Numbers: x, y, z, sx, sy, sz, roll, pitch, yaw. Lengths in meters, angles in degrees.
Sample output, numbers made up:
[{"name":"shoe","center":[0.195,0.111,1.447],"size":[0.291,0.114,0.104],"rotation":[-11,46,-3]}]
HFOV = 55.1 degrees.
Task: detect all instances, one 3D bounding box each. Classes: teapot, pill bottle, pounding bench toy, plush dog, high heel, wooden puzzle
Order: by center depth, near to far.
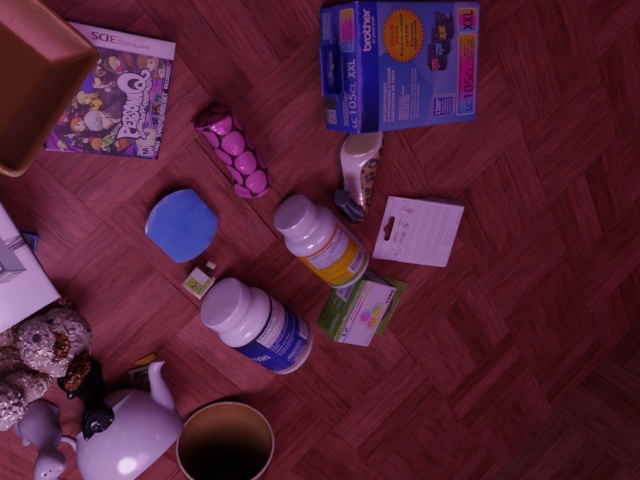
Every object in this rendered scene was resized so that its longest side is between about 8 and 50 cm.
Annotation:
[{"name":"plush dog","center":[-0.551,0.221,1.185],"size":[0.225,0.262,0.210],"rotation":[-25,159,-10]},{"name":"teapot","center":[-0.447,0.421,1.356],"size":[0.187,0.252,0.256],"rotation":[50,38,-2]},{"name":"pounding bench toy","center":[-0.263,0.080,1.377],"size":[0.052,0.065,0.083],"rotation":[39,88,-8]},{"name":"wooden puzzle","center":[-0.411,0.322,1.438],"size":[0.078,0.014,0.116],"rotation":[-19,123,-25]},{"name":"pill bottle","center":[-0.149,0.203,1.463],"size":[0.153,0.153,0.265],"rotation":[-50,129,-2]},{"name":"pill bottle","center":[0.000,0.000,1.469],"size":[0.136,0.136,0.246],"rotation":[-49,130,-3]},{"name":"high heel","center":[0.108,-0.174,1.517],"size":[0.261,0.093,0.186],"rotation":[-68,159,-9]}]

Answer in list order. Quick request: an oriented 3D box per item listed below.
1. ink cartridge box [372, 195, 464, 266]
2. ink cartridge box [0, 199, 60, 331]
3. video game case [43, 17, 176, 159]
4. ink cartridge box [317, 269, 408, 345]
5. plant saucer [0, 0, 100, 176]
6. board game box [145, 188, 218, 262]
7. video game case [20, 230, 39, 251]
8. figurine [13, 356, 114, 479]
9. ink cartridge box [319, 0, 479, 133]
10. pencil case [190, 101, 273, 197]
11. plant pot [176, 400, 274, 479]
[{"name":"ink cartridge box","center":[0.266,-0.031,1.702],"size":[0.232,0.066,0.189],"rotation":[8,110,-14]},{"name":"ink cartridge box","center":[-0.574,-0.019,1.012],"size":[0.121,0.211,0.289],"rotation":[-33,124,-23]},{"name":"video game case","center":[-0.388,-0.271,1.131],"size":[0.210,0.042,0.232],"rotation":[2,112,-33]},{"name":"ink cartridge box","center":[0.144,0.190,1.689],"size":[0.255,0.097,0.188],"rotation":[16,103,-37]},{"name":"plant saucer","center":[-0.530,-0.281,0.887],"size":[0.081,0.332,0.333],"rotation":[-27,127,33]},{"name":"board game box","center":[-0.301,-0.037,1.319],"size":[0.133,0.033,0.168],"rotation":[-48,135,-11]},{"name":"video game case","center":[-0.627,0.028,1.142],"size":[0.166,0.015,0.119],"rotation":[13,105,-37]},{"name":"figurine","center":[-0.523,0.374,1.262],"size":[0.215,0.209,0.092],"rotation":[-46,130,-5]},{"name":"ink cartridge box","center":[0.152,-0.382,1.346],"size":[0.395,0.151,0.270],"rotation":[-12,109,-27]},{"name":"pencil case","center":[-0.183,-0.182,1.286],"size":[0.095,0.098,0.209],"rotation":[-75,147,-44]},{"name":"plant pot","center":[-0.242,0.585,1.572],"size":[0.237,0.237,0.254],"rotation":[-18,136,-26]}]
